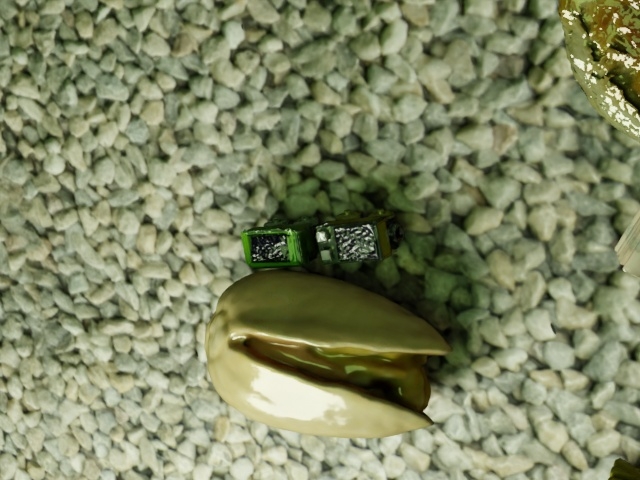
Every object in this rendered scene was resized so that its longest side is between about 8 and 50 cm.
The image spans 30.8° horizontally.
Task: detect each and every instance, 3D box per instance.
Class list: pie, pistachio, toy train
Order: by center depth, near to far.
[{"bbox_3d":[0.354,-0.216,1.126,0.274,0.055,0.274,11,115,23],"label":"pie"},{"bbox_3d":[0.001,0.138,1.374,0.299,0.187,0.187,14,112,13],"label":"pistachio"},{"bbox_3d":[0.000,0.000,1.378,0.202,0.081,0.060,-4,103,30],"label":"toy train"}]

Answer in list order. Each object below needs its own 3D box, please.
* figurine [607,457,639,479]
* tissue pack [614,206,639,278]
[{"bbox_3d":[0.451,0.338,1.188,0.315,0.187,0.168,5,117,22],"label":"figurine"},{"bbox_3d":[0.431,-0.081,1.087,0.170,0.071,0.325,21,119,-8],"label":"tissue pack"}]
